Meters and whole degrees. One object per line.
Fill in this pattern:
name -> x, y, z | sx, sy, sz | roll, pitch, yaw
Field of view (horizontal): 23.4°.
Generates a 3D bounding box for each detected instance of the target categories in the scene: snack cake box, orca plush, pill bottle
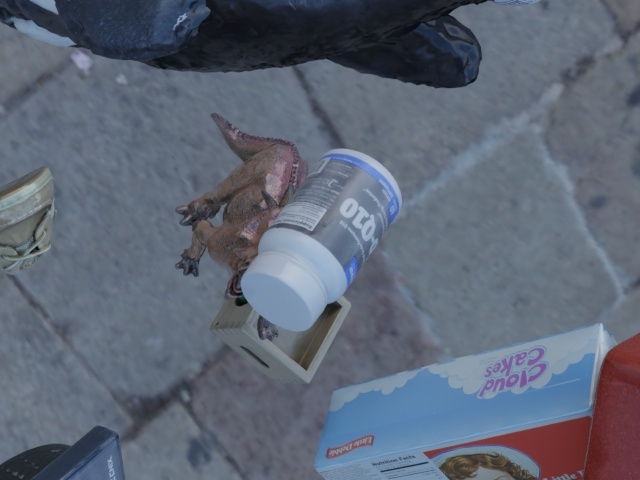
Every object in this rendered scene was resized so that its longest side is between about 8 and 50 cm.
snack cake box -> 0.147, 0.171, 1.282 | 0.264, 0.089, 0.152 | -17, 129, 33
orca plush -> 0.028, -0.095, 0.425 | 0.287, 0.151, 0.102 | -20, 134, 21
pill bottle -> 0.000, 0.000, 1.202 | 0.137, 0.078, 0.078 | -55, 129, -32

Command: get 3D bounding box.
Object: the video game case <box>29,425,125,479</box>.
video game case -> -0.221, 0.279, 1.061 | 0.274, 0.026, 0.196 | -40, 135, -46

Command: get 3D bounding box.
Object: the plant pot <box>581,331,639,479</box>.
plant pot -> 0.358, 0.209, 1.180 | 0.267, 0.236, 0.267 | -18, 118, -52

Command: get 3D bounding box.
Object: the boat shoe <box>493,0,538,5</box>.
boat shoe -> 0.104, -0.226, 0.717 | 0.076, 0.080, 0.228 | 16, 101, -33

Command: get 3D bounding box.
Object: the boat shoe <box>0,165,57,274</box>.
boat shoe -> -0.355, -0.015, 1.823 | 0.109, 0.302, 0.098 | -27, 92, -17

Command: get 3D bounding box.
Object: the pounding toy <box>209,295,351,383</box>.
pounding toy -> -0.059, 0.071, 1.766 | 0.141, 0.100, 0.130 | 41, 65, -25

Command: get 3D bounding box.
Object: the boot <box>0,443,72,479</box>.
boot -> -0.298, 0.315, 1.443 | 0.236, 0.085, 0.178 | -49, 157, -43

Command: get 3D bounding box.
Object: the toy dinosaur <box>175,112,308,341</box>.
toy dinosaur -> -0.055, -0.032, 1.614 | 0.127, 0.295, 0.200 | 17, 141, -24
